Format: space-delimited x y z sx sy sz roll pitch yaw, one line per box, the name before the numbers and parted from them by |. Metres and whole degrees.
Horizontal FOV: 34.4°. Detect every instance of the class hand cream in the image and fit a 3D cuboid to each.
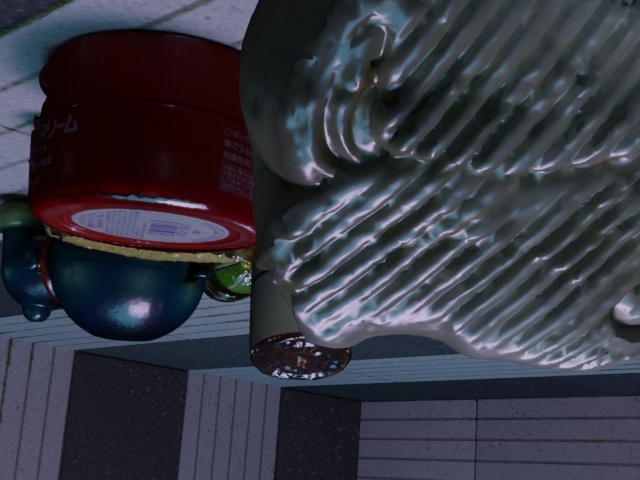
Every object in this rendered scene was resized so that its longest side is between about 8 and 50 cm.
hand cream | -0.147 -0.078 0.940 0.230 0.149 0.230 2 167 0

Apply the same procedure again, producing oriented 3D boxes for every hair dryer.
hair dryer | 0.000 0.000 1.200 0.128 0.203 0.362 7 147 -10

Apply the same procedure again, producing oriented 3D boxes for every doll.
doll | -0.282 0.038 1.361 0.322 0.186 0.198 -1 165 31

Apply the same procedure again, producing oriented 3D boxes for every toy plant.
toy plant | -0.119 0.040 1.504 0.093 0.092 0.162 10 165 -23

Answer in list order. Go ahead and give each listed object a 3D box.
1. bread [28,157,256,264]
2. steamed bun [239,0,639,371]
bread | -0.187 -0.042 1.133 0.260 0.129 0.134 8 172 -12
steamed bun | 0.107 -0.089 0.664 0.324 0.219 0.309 2 128 -8
